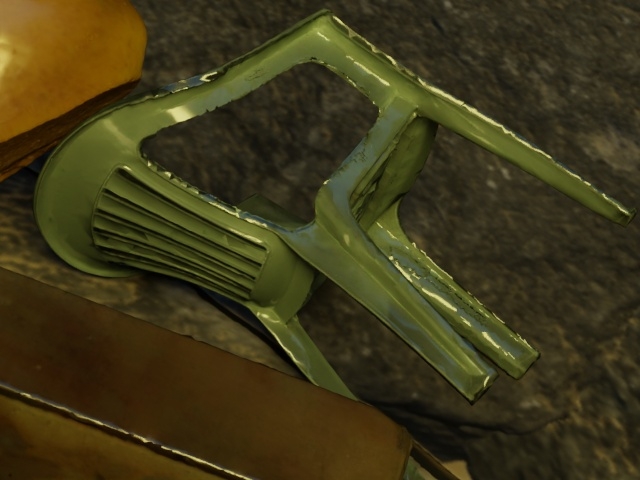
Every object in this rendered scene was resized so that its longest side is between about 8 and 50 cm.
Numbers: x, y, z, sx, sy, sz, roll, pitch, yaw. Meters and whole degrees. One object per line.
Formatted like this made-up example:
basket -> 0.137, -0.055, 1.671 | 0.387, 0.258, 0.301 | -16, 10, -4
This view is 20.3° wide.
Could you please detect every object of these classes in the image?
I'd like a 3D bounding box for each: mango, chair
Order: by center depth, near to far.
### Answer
mango -> -0.267, -0.081, 0.969 | 0.350, 0.199, 0.201 | -16, 25, 4
chair -> 0.000, 0.000, 1.034 | 0.274, 0.203, 0.190 | 37, 55, 12

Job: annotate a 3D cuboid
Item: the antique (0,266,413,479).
antique -> -0.109, 0.102, 0.956 | 0.310, 0.093, 0.087 | 20, 41, 1
